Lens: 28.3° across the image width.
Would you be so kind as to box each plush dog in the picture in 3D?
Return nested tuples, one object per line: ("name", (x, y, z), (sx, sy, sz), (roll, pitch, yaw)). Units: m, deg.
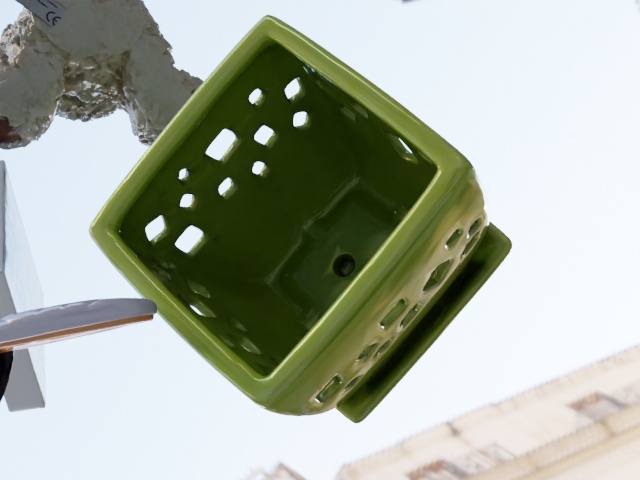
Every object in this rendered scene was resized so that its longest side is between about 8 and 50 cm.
("plush dog", (-0.252, -0.193, 1.313), (0.262, 0.225, 0.210), (-2, -90, -21))

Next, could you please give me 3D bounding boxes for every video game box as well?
("video game box", (-0.338, 0.050, 1.371), (0.048, 0.187, 0.205), (-11, -49, -7))

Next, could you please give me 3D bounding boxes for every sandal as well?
("sandal", (-0.238, 0.095, 0.885), (0.265, 0.102, 0.076), (-12, -96, 13))

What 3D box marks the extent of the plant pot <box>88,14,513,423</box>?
("plant pot", (0.000, 0.000, 0.990), (0.227, 0.228, 0.207), (-50, -30, 2))
